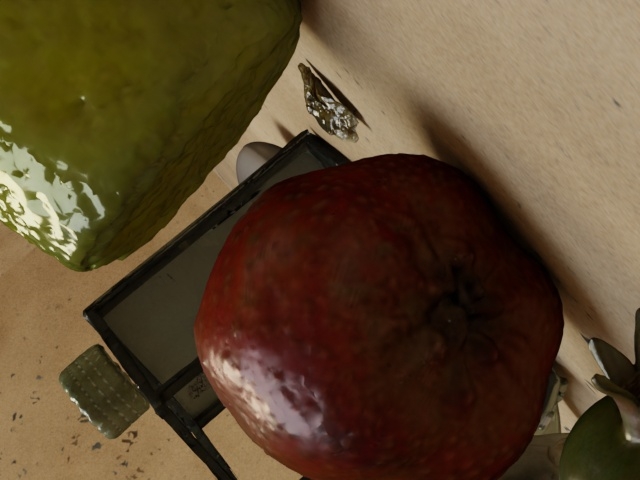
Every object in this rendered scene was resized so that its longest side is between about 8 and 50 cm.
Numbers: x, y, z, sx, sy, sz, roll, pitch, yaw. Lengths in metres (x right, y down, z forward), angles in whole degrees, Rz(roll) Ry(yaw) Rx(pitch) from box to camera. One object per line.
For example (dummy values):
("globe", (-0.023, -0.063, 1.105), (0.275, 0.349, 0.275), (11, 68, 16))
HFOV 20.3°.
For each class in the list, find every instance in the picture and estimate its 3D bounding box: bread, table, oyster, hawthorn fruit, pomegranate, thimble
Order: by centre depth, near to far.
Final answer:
("pomegranate", (0.226, 0.140, 1.177), (0.152, 0.131, 0.191), (-127, 22, -60))
("hawthorn fruit", (0.022, 0.079, 1.432), (0.287, 0.287, 0.330), (51, 148, -13))
("bread", (-0.198, -0.167, 1.458), (0.307, 0.348, 0.348), (39, 174, 9))
("oyster", (0.006, -0.126, 1.674), (0.093, 0.034, 0.051), (52, 171, 41))
("thimble", (-0.237, 0.163, 1.947), (0.084, 0.062, 0.110), (52, 174, -39))
("table", (-0.036, 0.095, 1.963), (0.222, 0.335, 0.272), (52, 175, -30))

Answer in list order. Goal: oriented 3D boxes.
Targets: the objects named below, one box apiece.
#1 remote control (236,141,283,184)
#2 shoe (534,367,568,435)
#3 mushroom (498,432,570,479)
("remote control", (0.000, 0.000, 2.337), (0.332, 0.103, 0.221), (53, 169, -35))
("shoe", (0.186, 0.158, 1.743), (0.159, 0.124, 0.316), (33, 163, 53))
("mushroom", (0.188, 0.213, 1.544), (0.278, 0.096, 0.099), (5, 179, -29))
